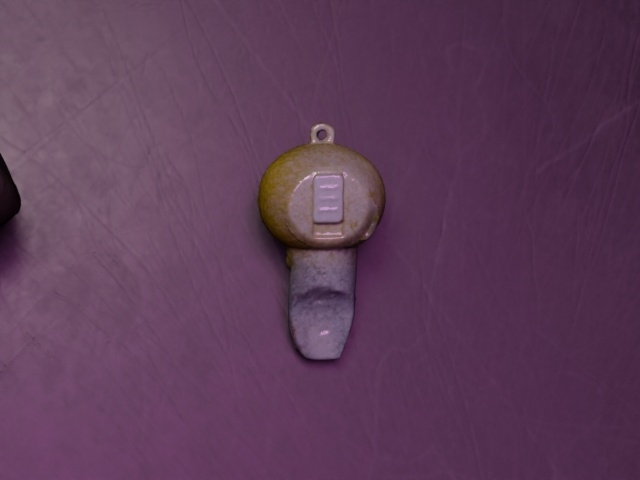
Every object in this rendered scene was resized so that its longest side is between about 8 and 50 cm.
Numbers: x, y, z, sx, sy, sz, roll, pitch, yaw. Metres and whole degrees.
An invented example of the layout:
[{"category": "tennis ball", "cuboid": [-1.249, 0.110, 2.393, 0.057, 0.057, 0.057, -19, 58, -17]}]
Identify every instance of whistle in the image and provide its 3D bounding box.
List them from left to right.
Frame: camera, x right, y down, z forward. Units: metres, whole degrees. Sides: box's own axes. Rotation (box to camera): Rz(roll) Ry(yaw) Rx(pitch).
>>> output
[{"category": "whistle", "cuboid": [0.000, 0.000, 1.768, 0.123, 0.123, 0.223, -1, 101, -8]}]

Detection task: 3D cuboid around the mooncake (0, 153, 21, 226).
[{"category": "mooncake", "cuboid": [-0.372, -0.100, 1.663, 0.133, 0.245, 0.245, -30, 84, -7]}]
